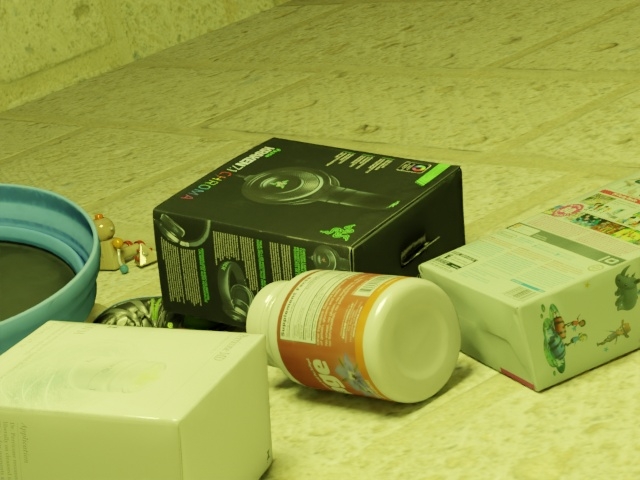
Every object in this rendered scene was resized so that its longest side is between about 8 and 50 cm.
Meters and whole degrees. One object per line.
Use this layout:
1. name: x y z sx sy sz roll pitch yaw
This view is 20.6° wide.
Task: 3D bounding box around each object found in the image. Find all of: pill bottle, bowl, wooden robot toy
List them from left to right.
1. bowl: -0.439 0.053 1.980 0.391 0.077 0.391 -4 28 2
2. wooden robot toy: -0.296 -0.003 2.439 0.173 0.079 0.076 0 23 42
3. pill bottle: 0.026 0.091 1.748 0.121 0.121 0.216 -28 19 -35

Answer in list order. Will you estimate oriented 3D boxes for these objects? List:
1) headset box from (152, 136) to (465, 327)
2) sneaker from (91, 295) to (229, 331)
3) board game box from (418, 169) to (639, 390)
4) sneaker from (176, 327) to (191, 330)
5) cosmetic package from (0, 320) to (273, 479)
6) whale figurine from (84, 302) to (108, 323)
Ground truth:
1. headset box: 0.000 0.000 1.978 0.283 0.131 0.246 12 29 32
2. sneaker: -0.182 0.096 2.024 0.188 0.067 0.078 -15 10 -7
3. board game box: 0.284 0.029 1.756 0.303 0.097 0.224 -23 18 -16
4. sneaker: -0.109 0.137 1.842 0.084 0.069 0.185 -11 21 -13
5. cosmetic package: -0.182 0.171 1.558 0.224 0.138 0.224 4 17 16
6. whale figurine: -0.382 0.097 2.157 0.272 0.141 0.216 19 25 21
